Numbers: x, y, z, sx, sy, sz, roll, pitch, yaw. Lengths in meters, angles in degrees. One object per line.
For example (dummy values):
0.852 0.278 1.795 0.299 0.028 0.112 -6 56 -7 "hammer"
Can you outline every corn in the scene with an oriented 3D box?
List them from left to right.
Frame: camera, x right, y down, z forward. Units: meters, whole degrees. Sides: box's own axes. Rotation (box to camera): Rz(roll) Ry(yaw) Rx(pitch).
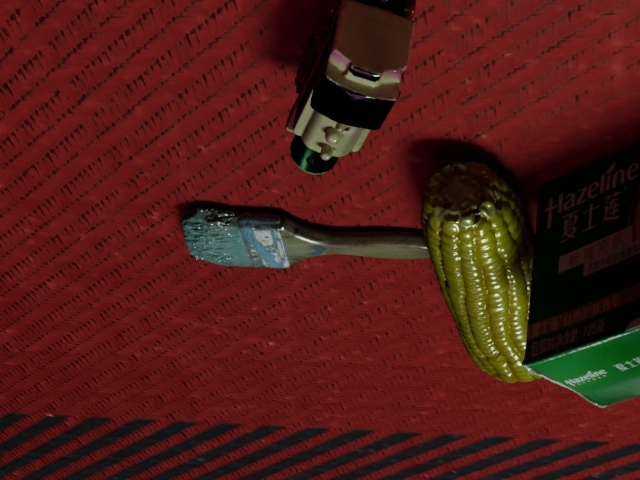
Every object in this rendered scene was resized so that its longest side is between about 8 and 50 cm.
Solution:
0.120 0.026 1.144 0.080 0.080 0.231 -1 150 16 "corn"

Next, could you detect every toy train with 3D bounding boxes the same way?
0.014 -0.089 0.953 0.050 0.087 0.138 16 150 -8 "toy train"

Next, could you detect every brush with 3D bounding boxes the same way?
0.000 0.000 1.195 0.196 0.021 0.070 1 150 8 "brush"

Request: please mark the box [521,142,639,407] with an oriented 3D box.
0.221 0.008 1.026 0.081 0.135 0.199 28 145 -31 "box"
